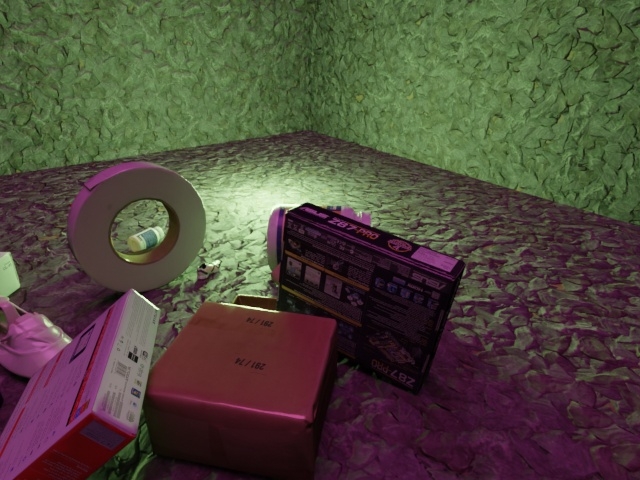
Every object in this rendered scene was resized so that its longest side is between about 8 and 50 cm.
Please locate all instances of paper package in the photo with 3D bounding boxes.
[{"bbox_3d":[-0.139,0.284,0.877,0.324,0.168,0.309,5,26,11],"label":"paper package"}]

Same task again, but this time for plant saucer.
[{"bbox_3d":[-0.160,0.219,1.147,0.188,0.045,0.188,4,26,8],"label":"plant saucer"}]

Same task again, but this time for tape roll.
[{"bbox_3d":[-0.528,-0.036,1.278,0.391,0.393,0.072,-20,32,-36],"label":"tape roll"}]

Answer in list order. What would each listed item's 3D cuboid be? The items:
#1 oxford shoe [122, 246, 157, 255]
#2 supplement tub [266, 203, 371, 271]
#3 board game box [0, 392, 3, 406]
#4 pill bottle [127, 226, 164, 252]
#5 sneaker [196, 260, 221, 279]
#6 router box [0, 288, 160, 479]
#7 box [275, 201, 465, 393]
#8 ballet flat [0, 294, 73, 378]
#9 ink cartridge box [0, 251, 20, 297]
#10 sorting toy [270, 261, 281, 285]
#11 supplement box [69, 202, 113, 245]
[{"bbox_3d":[-0.610,0.074,1.428,0.227,0.083,0.096,-10,9,-22],"label":"oxford shoe"},{"bbox_3d":[0.000,0.000,1.391,0.315,0.229,0.228,2,26,3],"label":"supplement tub"},{"bbox_3d":[-0.672,0.234,0.769,0.056,0.347,0.208,-12,28,-22],"label":"board game box"},{"bbox_3d":[-0.635,-0.006,1.584,0.067,0.067,0.120,13,29,25],"label":"pill bottle"},{"bbox_3d":[-0.364,0.088,1.420,0.040,0.044,0.109,9,25,22],"label":"sneaker"},{"bbox_3d":[-0.440,0.285,0.777,0.301,0.082,0.335,-40,28,7],"label":"router box"},{"bbox_3d":[0.086,0.124,0.981,0.394,0.319,0.097,21,30,24],"label":"box"},{"bbox_3d":[-0.729,0.220,1.047,0.399,0.139,0.139,14,29,26],"label":"ballet flat"},{"bbox_3d":[-1.085,0.129,1.231,0.305,0.131,0.226,3,25,3],"label":"ink cartridge box"},{"bbox_3d":[-0.011,0.087,1.237,0.193,0.208,0.038,39,-4,18],"label":"sorting toy"},{"bbox_3d":[-0.733,-0.013,1.407,0.078,0.234,0.080,22,37,38],"label":"supplement box"}]
